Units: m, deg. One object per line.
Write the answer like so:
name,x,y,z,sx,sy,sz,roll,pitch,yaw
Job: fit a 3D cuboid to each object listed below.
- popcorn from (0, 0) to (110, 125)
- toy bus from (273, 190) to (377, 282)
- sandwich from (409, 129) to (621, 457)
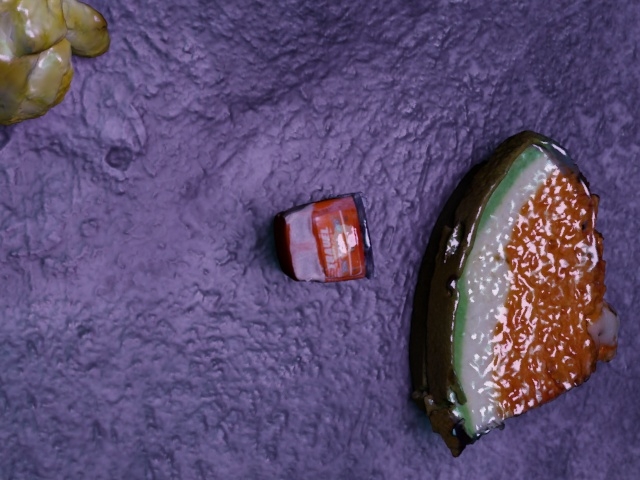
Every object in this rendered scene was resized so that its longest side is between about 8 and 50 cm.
popcorn,-0.267,-0.187,0.772,0.212,0.198,0.198,-19,95,-40
toy bus,0.000,0.000,0.829,0.077,0.174,0.079,-8,92,-6
sandwich,0.189,0.043,0.912,0.212,0.109,0.292,-3,93,-20
